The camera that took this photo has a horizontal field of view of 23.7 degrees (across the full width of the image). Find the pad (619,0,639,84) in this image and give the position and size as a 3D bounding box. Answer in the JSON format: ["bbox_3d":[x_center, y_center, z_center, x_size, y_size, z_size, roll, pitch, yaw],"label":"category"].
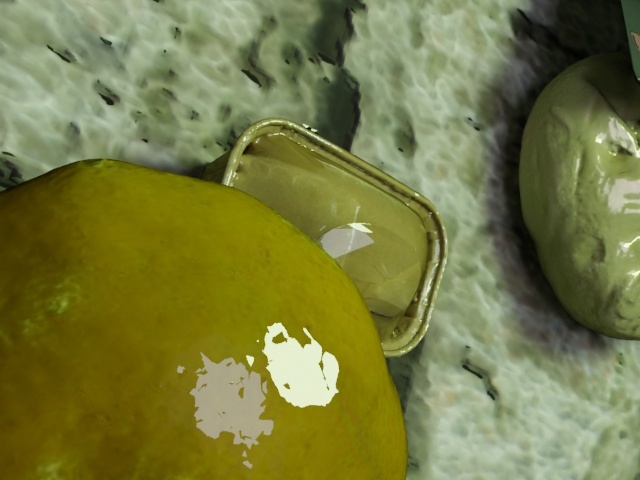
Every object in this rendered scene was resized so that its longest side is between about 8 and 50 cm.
[{"bbox_3d":[0.265,-0.166,1.116,0.170,0.006,0.245,31,42,-33],"label":"pad"}]

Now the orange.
[{"bbox_3d":[-0.096,0.092,0.742,0.279,0.235,0.279,-3,120,-5],"label":"orange"}]

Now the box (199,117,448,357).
[{"bbox_3d":[0.000,0.000,0.914,0.177,0.111,0.111,27,73,-36],"label":"box"}]

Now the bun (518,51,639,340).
[{"bbox_3d":[0.247,-0.028,1.108,0.237,0.116,0.210,20,76,-35],"label":"bun"}]
